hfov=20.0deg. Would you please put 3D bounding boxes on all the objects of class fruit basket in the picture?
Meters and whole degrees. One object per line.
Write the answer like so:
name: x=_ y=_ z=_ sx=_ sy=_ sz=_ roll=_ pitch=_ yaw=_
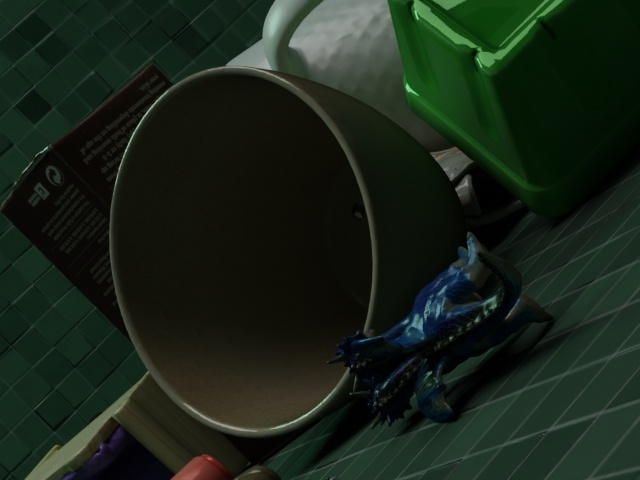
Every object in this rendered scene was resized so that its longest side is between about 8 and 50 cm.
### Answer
fruit basket: x=0.266 y=-0.201 z=1.707 sx=0.392 sy=0.283 sz=0.392 roll=-23 pitch=-45 yaw=-25

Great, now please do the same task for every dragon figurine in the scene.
dragon figurine: x=0.081 y=0.074 z=1.292 sx=0.144 sy=0.085 sz=0.289 roll=-45 pitch=2 yaw=-5

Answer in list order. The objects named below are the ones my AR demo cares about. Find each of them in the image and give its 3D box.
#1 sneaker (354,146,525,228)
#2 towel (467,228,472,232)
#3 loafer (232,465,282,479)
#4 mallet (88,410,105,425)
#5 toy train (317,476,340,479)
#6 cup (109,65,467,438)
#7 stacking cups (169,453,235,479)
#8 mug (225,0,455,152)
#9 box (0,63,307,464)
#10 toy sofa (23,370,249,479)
sneaker: x=0.113 y=-0.046 z=1.841 sx=0.262 sy=0.099 sz=0.121 roll=-21 pitch=13 yaw=3
towel: x=0.119 y=0.014 z=2.118 sx=0.325 sy=0.038 sz=0.248 roll=-41 pitch=5 yaw=23
loafer: x=-0.096 y=0.247 z=1.552 sx=0.148 sy=0.056 sz=0.050 roll=-44 pitch=-3 yaw=15
mallet: x=-0.192 y=0.255 z=2.109 sx=0.039 sy=0.190 sz=0.062 roll=-42 pitch=-42 yaw=-40
toy train: x=0.003 y=0.189 z=1.348 sx=0.017 sy=0.024 sz=0.083 roll=-46 pitch=3 yaw=-25
cup: x=0.000 y=0.000 z=1.687 sx=0.237 sy=0.331 sz=0.331 roll=-8 pitch=-26 yaw=-48
stacking cups: x=-0.194 y=0.326 z=1.650 sx=0.316 sy=0.096 sz=0.096 roll=-40 pitch=1 yaw=-21
mug: x=0.081 y=-0.189 z=1.970 sx=0.328 sy=0.276 sz=0.374 roll=-32 pitch=-38 yaw=12
box: x=-0.122 y=0.023 z=1.882 sx=0.143 sy=0.381 sz=0.191 roll=-44 pitch=2 yaw=45
toy sofa: x=-0.228 y=0.279 z=2.000 sx=0.362 sy=0.150 sz=0.177 roll=-40 pitch=9 yaw=49
